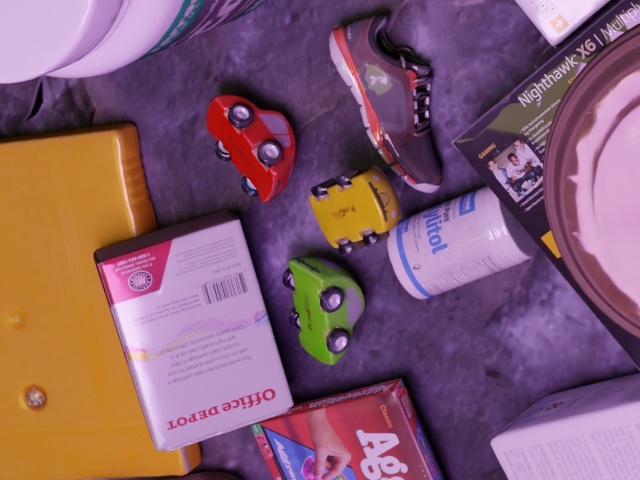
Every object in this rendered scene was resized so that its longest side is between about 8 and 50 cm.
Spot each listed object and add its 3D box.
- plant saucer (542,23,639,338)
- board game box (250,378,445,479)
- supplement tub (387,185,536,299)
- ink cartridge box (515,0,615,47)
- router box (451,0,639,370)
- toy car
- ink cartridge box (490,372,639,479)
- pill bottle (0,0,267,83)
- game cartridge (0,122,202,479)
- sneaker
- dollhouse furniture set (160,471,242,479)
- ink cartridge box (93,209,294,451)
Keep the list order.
[{"bbox_3d":[0.297,-0.036,1.419,0.277,0.041,0.278,6,108,18],"label":"plant saucer"},{"bbox_3d":[0.057,0.263,1.682,0.145,0.027,0.281,-16,107,24],"label":"board game box"},{"bbox_3d":[0.116,0.000,1.574,0.107,0.071,0.071,-23,97,25],"label":"supplement tub"},{"bbox_3d":[0.195,-0.291,1.467,0.208,0.045,0.206,-39,89,27],"label":"ink cartridge box"},{"bbox_3d":[0.295,-0.082,1.473,0.309,0.081,0.243,-39,90,26],"label":"router box"},{"bbox_3d":[0.000,0.000,1.607,0.239,0.053,0.225,31,139,44],"label":"toy car"},{"bbox_3d":[0.347,0.239,1.476,0.385,0.091,0.308,-21,98,47],"label":"ink cartridge box"},{"bbox_3d":[-0.161,-0.236,1.446,0.204,0.361,0.204,7,109,20],"label":"pill bottle"},{"bbox_3d":[-0.268,0.064,1.757,0.285,0.052,0.324,-5,102,22],"label":"game cartridge"},{"bbox_3d":[0.067,-0.115,1.565,0.065,0.061,0.158,-28,95,19],"label":"sneaker"},{"bbox_3d":[-0.021,0.431,1.643,0.256,0.394,0.362,-9,110,-22],"label":"dollhouse furniture set"},{"bbox_3d":[-0.111,0.077,1.654,0.127,0.072,0.175,-17,101,-9],"label":"ink cartridge box"}]
